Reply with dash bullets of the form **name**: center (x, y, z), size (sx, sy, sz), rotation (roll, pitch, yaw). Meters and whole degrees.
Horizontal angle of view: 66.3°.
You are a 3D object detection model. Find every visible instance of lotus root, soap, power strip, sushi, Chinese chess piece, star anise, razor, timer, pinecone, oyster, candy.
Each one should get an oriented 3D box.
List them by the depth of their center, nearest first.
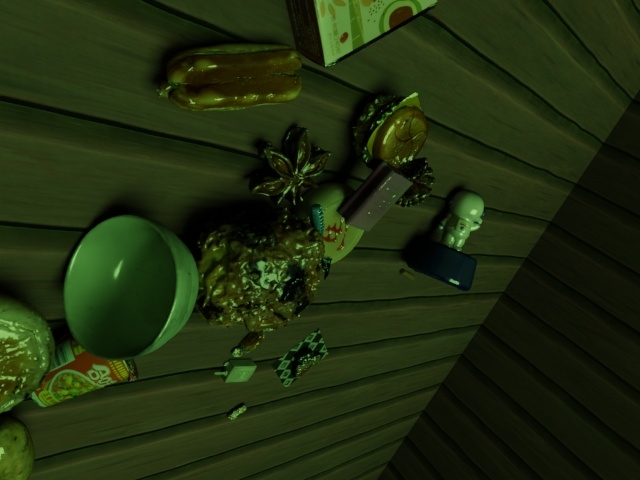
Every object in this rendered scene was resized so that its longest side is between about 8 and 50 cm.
- **lotus root**: center (-0.782, 0.514, 1.176), size (0.160, 0.146, 0.284), rotation (-30, 140, -46)
- **star anise**: center (-0.089, -0.195, 1.278), size (0.219, 0.098, 0.214), rotation (15, 97, -45)
- **razor**: center (0.000, 0.000, 1.409), size (0.082, 0.042, 0.253), rotation (-75, 164, -45)
- **soap**: center (0.157, -0.124, 1.410), size (0.122, 0.066, 0.203), rotation (15, 123, -50)
- **Chinese chess piece**: center (0.023, -0.048, 1.508), size (0.273, 0.102, 0.274), rotation (-26, 138, -26)
- **pinecone**: center (0.279, -0.189, 1.581), size (0.195, 0.179, 0.150), rotation (28, 63, -66)
- **candy**: center (-0.221, 0.334, 1.652), size (0.182, 0.046, 0.053), rotation (-45, 141, -1)
- **power strip**: center (-0.297, 0.448, 1.682), size (0.175, 0.042, 0.075), rotation (14, 113, -50)
- **oyster**: center (-0.319, 0.651, 1.861), size (0.083, 0.019, 0.054), rotation (-28, 140, -28)
- **sushi**: center (-0.061, 0.487, 1.946), size (0.231, 0.047, 0.220), rotation (-36, 141, -16)
- **timer**: center (0.539, -0.018, 1.963), size (0.270, 0.270, 0.384), rotation (21, 93, -51)

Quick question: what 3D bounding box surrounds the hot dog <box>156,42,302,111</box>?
- **hot dog**: center (-0.186, -0.347, 1.038), size (0.337, 0.100, 0.135), rotation (-19, 126, -34)

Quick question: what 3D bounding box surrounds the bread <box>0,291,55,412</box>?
- **bread**: center (-0.702, 0.225, 0.976), size (0.305, 0.158, 0.306), rotation (-19, 126, -28)

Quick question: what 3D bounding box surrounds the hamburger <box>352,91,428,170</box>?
- **hamburger**: center (0.202, -0.310, 1.420), size (0.243, 0.138, 0.262), rotation (-43, 142, -4)

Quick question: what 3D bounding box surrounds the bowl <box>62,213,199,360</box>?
- **bowl**: center (-0.396, 0.102, 1.081), size (0.307, 0.307, 0.163), rotation (-53, 160, 7)

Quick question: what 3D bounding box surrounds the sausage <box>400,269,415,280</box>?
- **sausage**: center (0.371, 0.147, 2.091), size (0.026, 0.026, 0.116), rotation (-53, 143, 6)

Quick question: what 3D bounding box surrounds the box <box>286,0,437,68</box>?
- **box**: center (0.082, -0.626, 1.032), size (0.344, 0.122, 0.385), rotation (-35, 141, -16)

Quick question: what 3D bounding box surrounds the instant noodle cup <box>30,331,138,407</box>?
- **instant noodle cup**: center (-0.574, 0.294, 1.171), size (0.212, 0.193, 0.193), rotation (-24, 138, -17)

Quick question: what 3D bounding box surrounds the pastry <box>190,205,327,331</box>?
- **pastry**: center (-0.152, 0.070, 1.281), size (0.338, 0.292, 0.405), rotation (-55, 146, 10)
